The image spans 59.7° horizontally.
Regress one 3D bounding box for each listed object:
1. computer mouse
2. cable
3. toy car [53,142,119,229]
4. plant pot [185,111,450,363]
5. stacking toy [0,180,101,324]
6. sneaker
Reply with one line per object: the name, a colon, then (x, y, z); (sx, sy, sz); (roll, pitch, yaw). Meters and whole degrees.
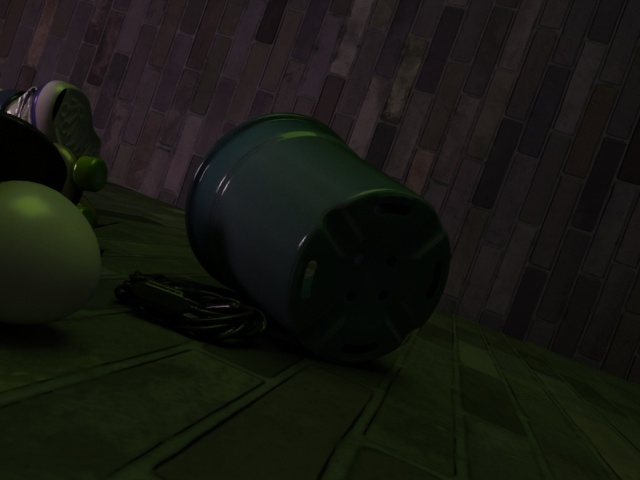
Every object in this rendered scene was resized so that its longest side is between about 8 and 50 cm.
computer mouse: (-0.341, -0.034, 0.611); (0.189, 0.072, 0.272); (16, -31, -12)
cable: (-0.156, 0.085, 0.699); (0.185, 0.047, 0.150); (18, -3, 1)
toy car: (-0.399, -0.058, 0.885); (0.155, 0.148, 0.188); (10, -11, 7)
plant pot: (0.000, 0.000, 0.866); (0.341, 0.341, 0.334); (19, 11, -33)
stacking toy: (-0.381, -0.083, 0.400); (0.480, 0.350, 0.351); (40, -7, -25)
sneaker: (-0.544, -0.219, 1.007); (0.236, 0.130, 0.323); (19, -13, -9)
